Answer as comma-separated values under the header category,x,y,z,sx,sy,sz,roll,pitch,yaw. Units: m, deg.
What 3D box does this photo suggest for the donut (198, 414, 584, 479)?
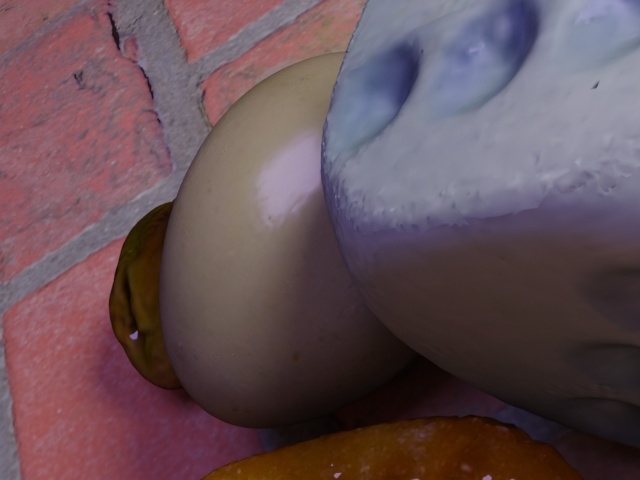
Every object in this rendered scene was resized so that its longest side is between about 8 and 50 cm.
category,x,y,z,sx,sy,sz,roll,pitch,yaw
donut,0.021,0.223,0.552,0.303,0.110,0.303,-21,41,20

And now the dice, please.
category,x,y,z,sx,sy,sz,roll,pitch,yaw
dice,0.179,-0.057,0.528,0.268,0.263,0.264,-10,55,54

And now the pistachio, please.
category,x,y,z,sx,sy,sz,roll,pitch,yaw
pistachio,-0.095,0.014,0.835,0.110,0.100,0.189,7,57,36

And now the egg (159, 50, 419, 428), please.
category,x,y,z,sx,sy,sz,roll,pitch,yaw
egg,0.000,0.000,0.716,0.189,0.188,0.253,21,76,45
